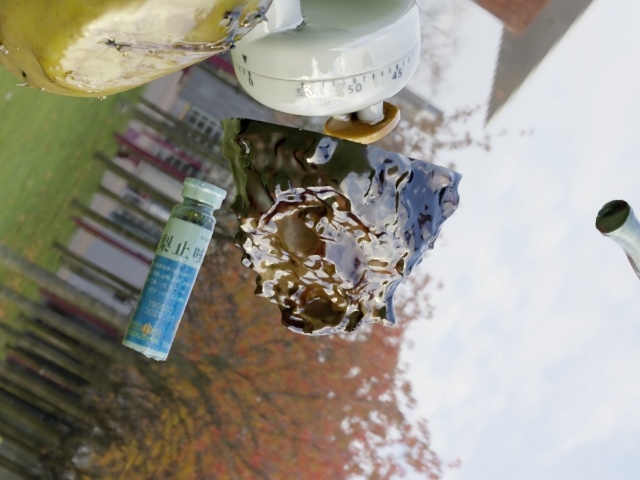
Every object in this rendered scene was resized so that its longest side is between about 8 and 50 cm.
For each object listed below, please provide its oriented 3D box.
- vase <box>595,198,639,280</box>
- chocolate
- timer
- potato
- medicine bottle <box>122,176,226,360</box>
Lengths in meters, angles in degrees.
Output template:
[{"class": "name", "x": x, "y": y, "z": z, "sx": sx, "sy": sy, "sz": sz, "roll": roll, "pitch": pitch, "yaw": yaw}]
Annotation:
[{"class": "vase", "x": 0.476, "y": 0.020, "z": 1.486, "sx": 0.086, "sy": 0.214, "sz": 0.086, "roll": -32, "pitch": -141, "yaw": 29}, {"class": "chocolate", "x": 0.000, "y": 0.000, "z": 0.915, "sx": 0.206, "sy": 0.224, "sz": 0.176, "roll": 11, "pitch": 92, "yaw": -62}, {"class": "timer", "x": 0.001, "y": -0.258, "z": 1.217, "sx": 0.233, "sy": 0.234, "sz": 0.240, "roll": -72, "pitch": 159, "yaw": -54}, {"class": "potato", "x": -0.182, "y": -0.204, "z": 0.908, "sx": 0.300, "sy": 0.140, "sz": 0.173, "roll": -8, "pitch": -178, "yaw": 31}, {"class": "medicine bottle", "x": -0.154, "y": 0.029, "z": 1.082, "sx": 0.051, "sy": 0.051, "sz": 0.191, "roll": 174, "pitch": -64, "yaw": -79}]
